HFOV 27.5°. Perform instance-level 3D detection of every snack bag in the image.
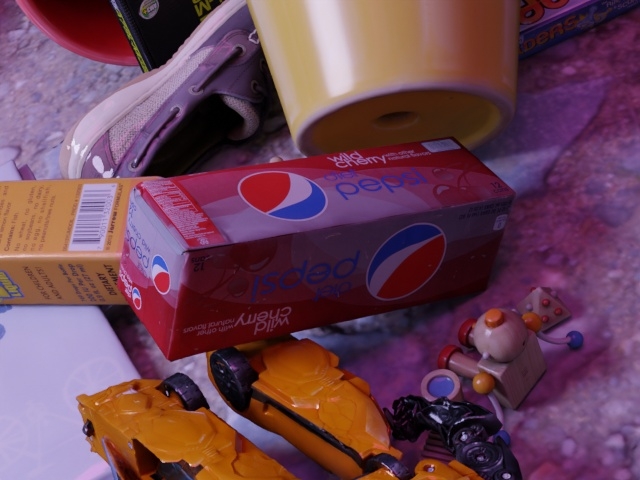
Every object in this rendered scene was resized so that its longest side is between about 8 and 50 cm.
[{"bbox_3d":[-0.302,0.119,0.996,0.323,0.037,0.342,-31,54,-11],"label":"snack bag"}]

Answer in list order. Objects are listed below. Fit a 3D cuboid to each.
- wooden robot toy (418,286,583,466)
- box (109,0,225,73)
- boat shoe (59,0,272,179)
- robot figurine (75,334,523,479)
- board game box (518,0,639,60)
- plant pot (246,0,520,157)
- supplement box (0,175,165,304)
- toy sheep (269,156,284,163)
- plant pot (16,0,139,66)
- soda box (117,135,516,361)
[{"bbox_3d":[0.109,0.075,0.872,0.076,0.079,0.173,25,62,33],"label":"wooden robot toy"},{"bbox_3d":[-0.091,-0.232,1.131,0.191,0.184,0.045,-35,47,-13],"label":"box"},{"bbox_3d":[-0.086,-0.120,1.097,0.285,0.103,0.092,-40,64,-22],"label":"boat shoe"},{"bbox_3d":[-0.015,0.145,0.810,0.211,0.085,0.291,-28,37,-29],"label":"robot figurine"},{"bbox_3d":[0.181,-0.228,1.120,0.201,0.035,0.136,-25,58,-3],"label":"board game box"},{"bbox_3d":[0.046,-0.191,0.978,0.254,0.254,0.239,-9,73,11],"label":"plant pot"},{"bbox_3d":[-0.224,0.002,0.992,0.233,0.078,0.080,1,58,14],"label":"supplement box"},{"bbox_3d":[-0.041,-0.006,0.989,0.091,0.091,0.132,-7,63,13],"label":"toy sheep"},{"bbox_3d":[-0.196,-0.326,1.214,0.275,0.275,0.243,-33,38,-10],"label":"plant pot"},{"bbox_3d":[0.000,0.000,0.891,0.263,0.092,0.083,-10,40,-31],"label":"soda box"}]
